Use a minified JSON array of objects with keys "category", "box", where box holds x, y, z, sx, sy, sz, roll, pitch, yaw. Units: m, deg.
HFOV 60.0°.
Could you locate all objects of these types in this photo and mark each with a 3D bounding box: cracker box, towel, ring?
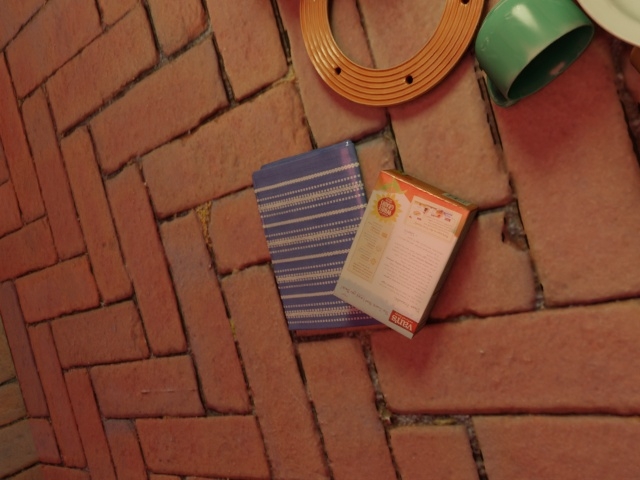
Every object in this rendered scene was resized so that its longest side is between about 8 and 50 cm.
[{"category":"cracker box","box":[0.133,0.020,0.901,0.155,0.067,0.232,29,111,22]},{"category":"towel","box":[0.000,0.000,1.041,0.243,0.040,0.336,-11,94,36]},{"category":"ring","box":[0.105,-0.385,0.881,0.336,0.032,0.337,8,103,35]}]

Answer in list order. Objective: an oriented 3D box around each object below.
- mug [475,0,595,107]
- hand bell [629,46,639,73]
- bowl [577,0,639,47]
[{"category":"mug","box":[0.260,-0.255,0.727,0.157,0.129,0.097,-43,70,35]},{"category":"hand bell","box":[0.374,-0.268,0.671,0.126,0.126,0.242,-50,58,33]},{"category":"bowl","box":[0.399,-0.328,0.530,0.297,0.134,0.298,11,107,39]}]
